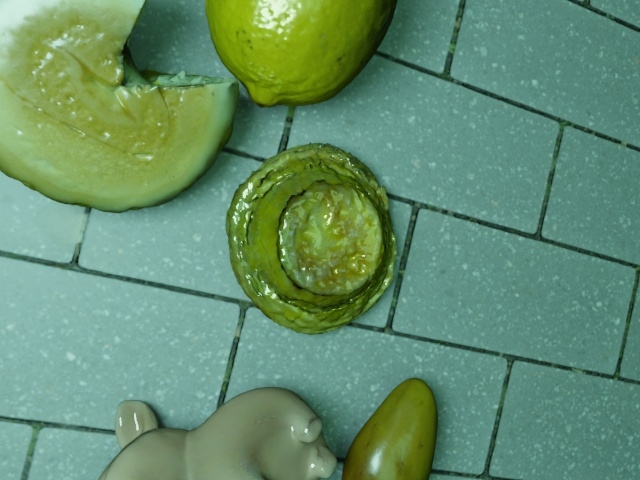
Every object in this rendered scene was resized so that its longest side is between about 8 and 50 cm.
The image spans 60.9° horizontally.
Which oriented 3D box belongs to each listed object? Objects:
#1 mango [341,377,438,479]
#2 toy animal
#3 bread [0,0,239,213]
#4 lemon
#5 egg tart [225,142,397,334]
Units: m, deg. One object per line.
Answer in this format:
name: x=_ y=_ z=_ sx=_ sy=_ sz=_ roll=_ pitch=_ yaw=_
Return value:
mango: x=0.112 y=0.339 z=0.860 sx=0.138 sy=0.113 sz=0.253 roll=23 pitch=84 yaw=-19
toy animal: x=-0.147 y=0.321 z=0.735 sx=0.326 sy=0.269 sz=0.237 roll=-26 pitch=101 yaw=-47
bread: x=-0.278 y=-0.189 z=0.681 sx=0.333 sy=0.160 sz=0.333 roll=-10 pitch=119 yaw=-17
lemon: x=-0.026 y=-0.321 z=0.729 sx=0.260 sy=0.260 sz=0.284 roll=29 pitch=112 yaw=-16
egg tart: x=0.000 y=0.000 z=0.812 sx=0.294 sy=0.123 sz=0.294 roll=-1 pitch=94 yaw=-17
